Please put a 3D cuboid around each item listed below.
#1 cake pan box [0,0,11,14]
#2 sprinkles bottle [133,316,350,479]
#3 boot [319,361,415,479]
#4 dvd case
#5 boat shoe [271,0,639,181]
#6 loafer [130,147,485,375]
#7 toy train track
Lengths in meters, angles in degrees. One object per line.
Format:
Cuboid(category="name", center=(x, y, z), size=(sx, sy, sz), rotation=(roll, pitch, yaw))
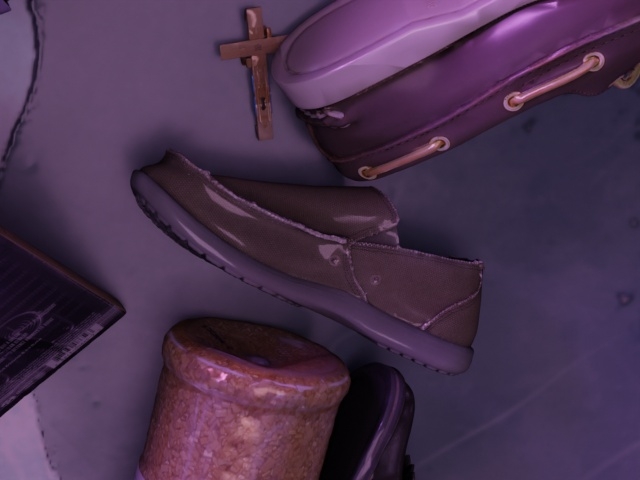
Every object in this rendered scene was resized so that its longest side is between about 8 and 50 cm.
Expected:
Cuboid(category="cake pan box", center=(-0.289, -0.181, 0.461), size=(0.266, 0.070, 0.246), rotation=(-17, 95, -4))
Cuboid(category="sprinkles bottle", center=(-0.079, 0.232, 0.702), size=(0.121, 0.121, 0.355), rotation=(12, 100, -15))
Cuboid(category="boot", center=(0.091, 0.218, 0.763), size=(0.229, 0.091, 0.263), rotation=(10, 105, -20))
Cuboid(category="dvd case", center=(-0.217, 0.059, 0.600), size=(0.164, 0.221, 0.018), rotation=(-39, 67, -1))
Cuboid(category="boat shoe", center=(0.135, -0.130, 0.632), size=(0.324, 0.117, 0.097), rotation=(-22, 125, 15))
Cuboid(category="loafer", center=(0.000, 0.000, 0.685), size=(0.251, 0.094, 0.087), rotation=(27, 87, -23))
Cuboid(category="toy train track", center=(-0.039, -0.104, 0.683), size=(0.048, 0.014, 0.083), rotation=(-11, 112, -17))
